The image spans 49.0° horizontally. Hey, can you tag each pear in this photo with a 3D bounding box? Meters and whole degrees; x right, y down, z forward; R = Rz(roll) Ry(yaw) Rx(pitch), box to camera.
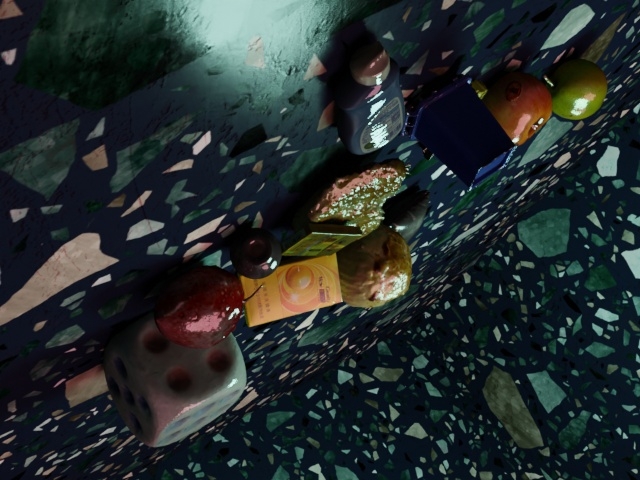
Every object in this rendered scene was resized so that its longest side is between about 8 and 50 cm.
[{"bbox_3d":[0.724,-0.442,2.048,0.216,0.166,0.180,2,158,-23],"label":"pear"}]

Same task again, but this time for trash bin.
[{"bbox_3d":[0.316,-0.244,1.619,0.184,0.234,0.162,-33,162,-15],"label":"trash bin"}]

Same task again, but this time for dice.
[{"bbox_3d":[-0.361,0.332,1.750,0.268,0.262,0.264,-23,158,-38],"label":"dice"}]

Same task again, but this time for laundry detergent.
[{"bbox_3d":[0.093,-0.280,1.365,0.143,0.094,0.290,-29,159,-5],"label":"laundry detergent"}]

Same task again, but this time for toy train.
[{"bbox_3d":[0.336,-0.305,1.807,0.085,0.053,0.249,-30,162,-39],"label":"toy train"}]

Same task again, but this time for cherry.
[{"bbox_3d":[-0.279,0.153,1.593,0.192,0.175,0.250,-45,163,32],"label":"cherry"}]

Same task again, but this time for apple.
[{"bbox_3d":[0.510,-0.344,1.855,0.209,0.164,0.209,-35,162,-14],"label":"apple"}]

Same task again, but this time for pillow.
[{"bbox_3d":[0.252,-0.049,2.208,0.186,0.106,0.250,-39,166,-18],"label":"pillow"}]

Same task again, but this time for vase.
[{"bbox_3d":[-0.155,0.037,1.665,0.120,0.120,0.183,-33,176,-12],"label":"vase"}]

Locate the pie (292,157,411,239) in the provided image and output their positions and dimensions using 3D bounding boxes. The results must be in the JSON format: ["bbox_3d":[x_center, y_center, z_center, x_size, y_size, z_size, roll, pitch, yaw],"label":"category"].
[{"bbox_3d":[0.069,-0.081,1.767,0.296,0.078,0.371,-18,159,-27],"label":"pie"}]

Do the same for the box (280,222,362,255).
[{"bbox_3d":[0.000,0.000,1.740,0.193,0.030,0.121,3,151,-48],"label":"box"}]

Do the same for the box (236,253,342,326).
[{"bbox_3d":[-0.078,0.126,1.870,0.269,0.152,0.043,-14,-160,-16],"label":"box"}]

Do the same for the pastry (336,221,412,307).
[{"bbox_3d":[0.140,0.051,1.989,0.237,0.256,0.170,5,145,10],"label":"pastry"}]
